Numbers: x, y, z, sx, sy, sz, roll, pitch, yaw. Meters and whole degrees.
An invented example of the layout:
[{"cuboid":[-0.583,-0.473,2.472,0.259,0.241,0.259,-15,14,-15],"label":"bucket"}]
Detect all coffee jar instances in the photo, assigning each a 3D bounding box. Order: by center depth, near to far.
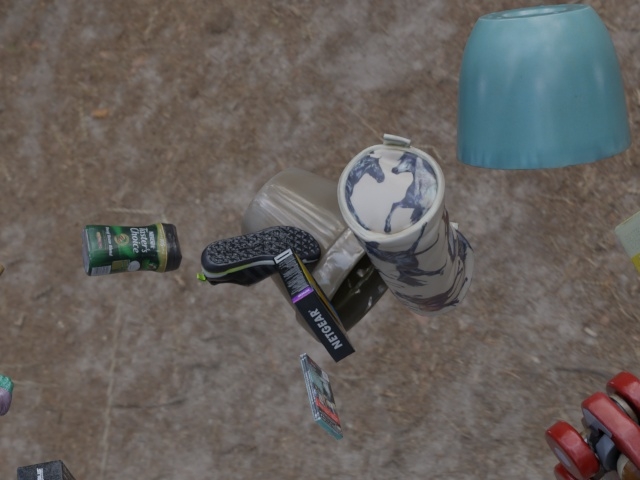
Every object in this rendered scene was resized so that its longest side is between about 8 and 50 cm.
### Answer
[{"cuboid":[-0.362,0.016,1.877,0.079,0.185,0.096,117,144,-49],"label":"coffee jar"}]

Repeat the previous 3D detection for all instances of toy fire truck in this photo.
[{"cuboid":[0.504,0.371,1.530,0.169,0.302,0.254,-36,47,-9],"label":"toy fire truck"}]

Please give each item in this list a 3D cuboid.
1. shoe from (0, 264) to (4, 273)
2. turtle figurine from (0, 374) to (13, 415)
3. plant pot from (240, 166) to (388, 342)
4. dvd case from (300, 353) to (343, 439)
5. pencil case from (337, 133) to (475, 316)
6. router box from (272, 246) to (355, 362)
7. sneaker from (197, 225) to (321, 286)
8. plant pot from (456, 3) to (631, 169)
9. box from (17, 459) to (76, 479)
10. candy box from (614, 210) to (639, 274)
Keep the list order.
[{"cuboid":[-0.693,0.100,1.921,0.219,0.058,0.076,-36,26,39],"label":"shoe"},{"cuboid":[-0.532,0.197,1.263,0.175,0.234,0.118,12,86,40],"label":"turtle figurine"},{"cuboid":[0.000,0.000,2.006,0.280,0.323,0.323,39,96,19],"label":"plant pot"},{"cuboid":[0.002,0.246,1.532,0.013,0.087,0.119,-24,52,13],"label":"dvd case"},{"cuboid":[0.151,-0.016,1.596,0.160,0.410,0.183,-1,69,16],"label":"pencil case"},{"cuboid":[-0.011,0.114,1.715,0.046,0.179,0.133,-31,40,3],"label":"router box"},{"cuboid":[-0.118,0.037,1.845,0.235,0.097,0.084,-6,52,-11],"label":"sneaker"},{"cuboid":[0.363,-0.267,1.629,0.293,0.293,0.235,3,109,32],"label":"plant pot"},{"cuboid":[-0.466,0.478,1.690,0.078,0.180,0.147,-9,66,-8],"label":"box"},{"cuboid":[0.217,0.066,0.460,0.027,0.105,0.205,-28,80,-5],"label":"candy box"}]
